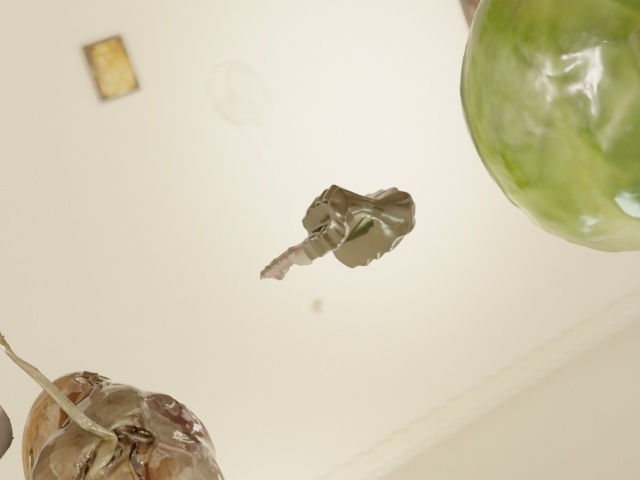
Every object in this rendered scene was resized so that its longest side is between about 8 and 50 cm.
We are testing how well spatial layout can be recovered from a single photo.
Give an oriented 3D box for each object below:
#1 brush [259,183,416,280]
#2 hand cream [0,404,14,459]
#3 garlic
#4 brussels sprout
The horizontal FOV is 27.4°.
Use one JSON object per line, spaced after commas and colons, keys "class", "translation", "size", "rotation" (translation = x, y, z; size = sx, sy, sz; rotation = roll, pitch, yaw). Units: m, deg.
{"class": "brush", "translation": [0.000, 0.000, 1.306], "size": [0.084, 0.071, 0.301], "rotation": [8, 164, -19]}
{"class": "hand cream", "translation": [-0.319, 0.207, 0.953], "size": [0.133, 0.083, 0.248], "rotation": [24, -141, 10]}
{"class": "garlic", "translation": [-0.203, 0.191, 1.032], "size": [0.207, 0.257, 0.207], "rotation": [-19, -128, 26]}
{"class": "brussels sprout", "translation": [0.205, -0.092, 0.793], "size": [0.210, 0.271, 0.219], "rotation": [22, -105, 40]}
